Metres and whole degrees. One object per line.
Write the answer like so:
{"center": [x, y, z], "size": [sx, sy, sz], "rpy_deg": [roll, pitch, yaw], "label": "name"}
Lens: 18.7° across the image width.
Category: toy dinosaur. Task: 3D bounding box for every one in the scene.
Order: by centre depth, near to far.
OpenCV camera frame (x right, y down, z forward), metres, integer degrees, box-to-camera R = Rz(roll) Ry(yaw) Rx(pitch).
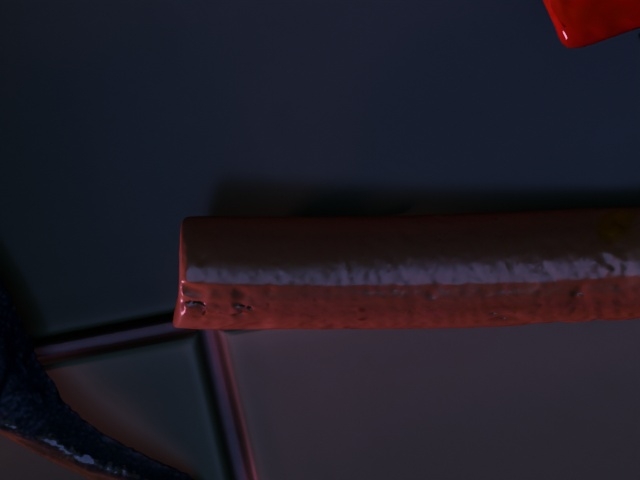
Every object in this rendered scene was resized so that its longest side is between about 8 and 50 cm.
{"center": [-0.214, 0.042, 1.026], "size": [0.147, 0.076, 0.363], "rpy_deg": [-35, 97, -8], "label": "toy dinosaur"}

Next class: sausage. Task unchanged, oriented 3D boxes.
{"center": [0.076, 0.013, 0.984], "size": [0.301, 0.066, 0.066], "rpy_deg": [0, 101, 0], "label": "sausage"}

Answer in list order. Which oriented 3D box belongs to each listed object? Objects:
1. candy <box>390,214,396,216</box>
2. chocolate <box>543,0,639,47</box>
{"center": [0.000, 0.000, 1.022], "size": [0.083, 0.023, 0.025], "rpy_deg": [-22, 58, 2], "label": "candy"}
{"center": [0.206, -0.305, 0.829], "size": [0.360, 0.161, 0.341], "rpy_deg": [-19, 116, 10], "label": "chocolate"}
